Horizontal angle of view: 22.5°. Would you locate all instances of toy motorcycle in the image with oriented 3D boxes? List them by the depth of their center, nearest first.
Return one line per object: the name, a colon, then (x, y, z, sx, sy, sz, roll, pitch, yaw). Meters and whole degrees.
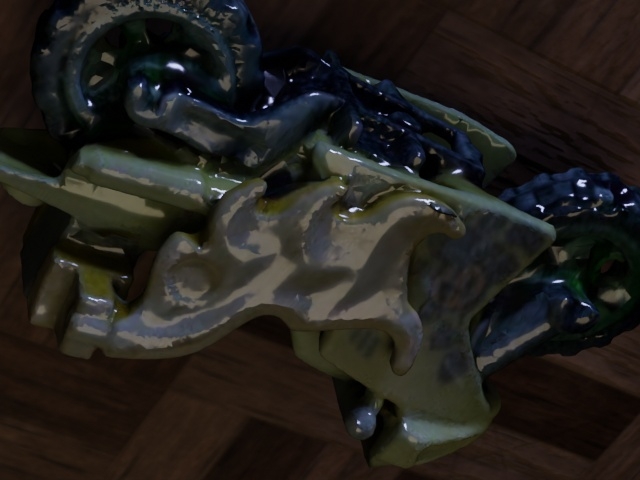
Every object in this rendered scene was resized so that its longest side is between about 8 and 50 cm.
toy motorcycle: (0.000, 0.000, 0.940, 0.410, 0.169, 0.237, 26, 113, -22)
